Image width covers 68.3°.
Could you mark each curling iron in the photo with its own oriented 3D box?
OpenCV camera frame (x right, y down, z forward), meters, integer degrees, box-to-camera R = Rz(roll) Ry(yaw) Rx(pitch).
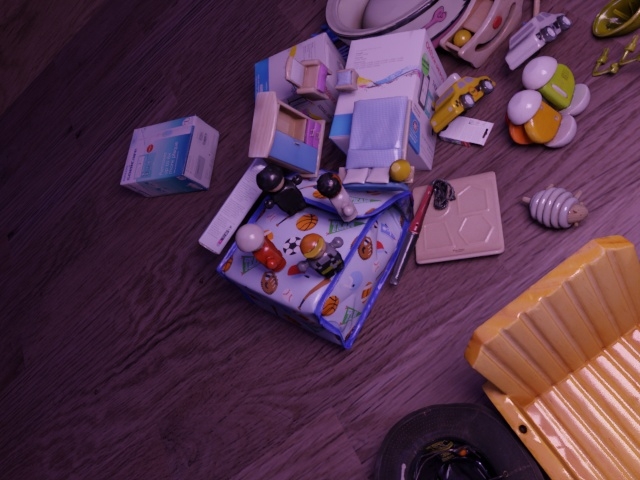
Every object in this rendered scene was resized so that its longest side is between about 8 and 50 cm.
[{"bbox_3d":[0.225,-0.022,1.069,0.068,0.035,0.274,25,82,38],"label":"curling iron"}]

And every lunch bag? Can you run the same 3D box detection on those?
[{"bbox_3d":[0.000,0.000,1.127,0.328,0.239,0.385,20,68,34],"label":"lunch bag"}]

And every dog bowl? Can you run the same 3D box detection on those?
[{"bbox_3d":[0.221,-0.643,1.249,0.408,0.150,0.407,-19,53,27],"label":"dog bowl"}]

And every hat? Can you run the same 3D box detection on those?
[{"bbox_3d":[0.256,0.472,0.851,0.332,0.134,0.331,-20,44,21],"label":"hat"}]

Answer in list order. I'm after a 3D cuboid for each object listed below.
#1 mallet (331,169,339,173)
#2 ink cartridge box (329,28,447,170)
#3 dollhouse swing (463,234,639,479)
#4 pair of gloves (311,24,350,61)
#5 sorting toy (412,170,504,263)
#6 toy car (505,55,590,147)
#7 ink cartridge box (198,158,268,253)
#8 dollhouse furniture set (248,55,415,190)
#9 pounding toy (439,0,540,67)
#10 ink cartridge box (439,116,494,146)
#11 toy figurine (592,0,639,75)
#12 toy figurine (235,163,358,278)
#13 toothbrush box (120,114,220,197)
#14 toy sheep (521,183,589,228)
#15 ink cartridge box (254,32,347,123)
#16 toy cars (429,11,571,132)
[{"bbox_3d":[0.100,-0.174,1.227,0.190,0.062,0.039,15,79,34],"label":"mallet"},{"bbox_3d":[0.173,-0.333,1.163,0.197,0.198,0.269,4,75,32],"label":"ink cartridge box"},{"bbox_3d":[0.454,0.221,0.728,0.347,0.305,0.315,-41,57,10],"label":"dollhouse swing"},{"bbox_3d":[0.038,-0.594,1.446,0.159,0.023,0.198,-11,66,27],"label":"pair of gloves"},{"bbox_3d":[0.310,-0.049,1.079,0.193,0.038,0.208,-10,63,27],"label":"sorting toy"},{"bbox_3d":[0.472,-0.291,1.024,0.181,0.159,0.136,-65,19,-5],"label":"toy car"},{"bbox_3d":[-0.197,-0.137,1.268,0.330,0.071,0.324,-53,12,3],"label":"ink cartridge box"},{"bbox_3d":[0.046,-0.260,0.969,0.304,0.198,0.286,6,88,32],"label":"dollhouse furniture set"},{"bbox_3d":[0.429,-0.532,1.116,0.269,0.154,0.155,-48,56,7],"label":"pounding toy"},{"bbox_3d":[0.352,-0.260,1.134,0.115,0.029,0.062,24,84,33],"label":"ink cartridge box"},{"bbox_3d":[0.752,-0.434,0.912,0.362,0.217,0.191,173,101,-75],"label":"toy figurine"},{"bbox_3d":[-0.043,-0.040,0.937,0.210,0.148,0.212,8,68,28],"label":"toy figurine"},{"bbox_3d":[-0.503,-0.274,1.579,0.296,0.126,0.216,-2,71,31],"label":"toothbrush box"},{"bbox_3d":[0.475,-0.069,0.960,0.132,0.091,0.091,23,84,48],"label":"toy sheep"},{"bbox_3d":[-0.043,-0.432,1.342,0.233,0.171,0.168,-14,65,26],"label":"ink cartridge box"},{"bbox_3d":[0.388,-0.391,1.055,0.394,0.176,0.087,-39,90,7],"label":"toy cars"}]
